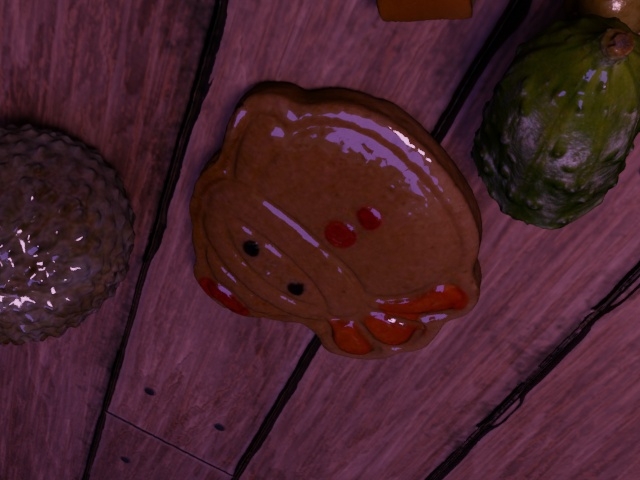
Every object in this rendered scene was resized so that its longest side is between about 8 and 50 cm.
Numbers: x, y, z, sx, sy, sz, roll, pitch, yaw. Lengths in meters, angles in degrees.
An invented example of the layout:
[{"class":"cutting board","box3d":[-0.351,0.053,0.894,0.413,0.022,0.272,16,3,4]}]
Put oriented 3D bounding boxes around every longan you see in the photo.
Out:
[{"class":"longan","box3d":[0.221,-0.186,0.652,0.083,0.075,0.075,-25,123,-1]}]

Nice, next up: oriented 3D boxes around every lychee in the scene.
[{"class":"lychee","box3d":[-0.345,-0.004,0.955,0.255,0.274,0.255,2,116,4]}]

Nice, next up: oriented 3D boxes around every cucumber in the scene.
[{"class":"cucumber","box3d":[0.193,-0.101,0.638,0.134,0.134,0.244,19,168,7]}]

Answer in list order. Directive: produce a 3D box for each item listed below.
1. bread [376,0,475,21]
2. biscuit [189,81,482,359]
[{"class":"bread","box3d":[0.075,-0.286,0.651,0.088,0.049,0.226,6,131,20]},{"class":"biscuit","box3d":[0.000,0.000,0.938,0.359,0.074,0.381,46,129,-16]}]
